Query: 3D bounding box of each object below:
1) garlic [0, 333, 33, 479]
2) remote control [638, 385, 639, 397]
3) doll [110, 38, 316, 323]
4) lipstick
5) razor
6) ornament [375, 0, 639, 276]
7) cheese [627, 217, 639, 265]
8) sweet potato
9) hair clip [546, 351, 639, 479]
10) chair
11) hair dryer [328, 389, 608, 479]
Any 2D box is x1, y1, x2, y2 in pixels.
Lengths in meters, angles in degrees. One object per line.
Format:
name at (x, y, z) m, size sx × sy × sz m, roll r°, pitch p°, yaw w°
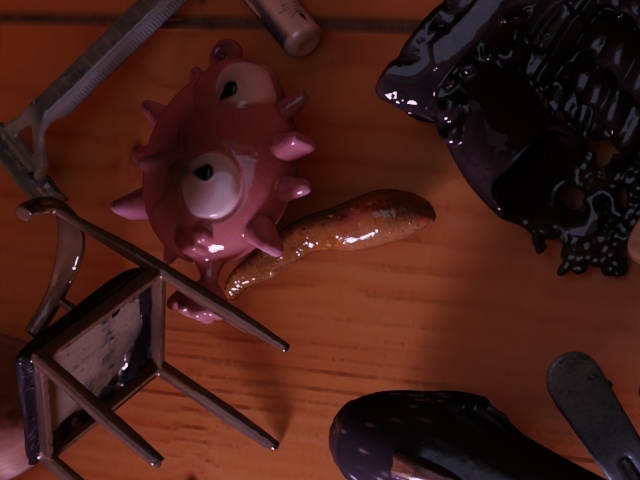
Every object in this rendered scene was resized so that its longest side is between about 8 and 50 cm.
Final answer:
garlic at (-0.349, 0.139, 1.760) m, size 0.266 × 0.148 × 0.128 m, roll 27°, pitch 127°, yaw 23°
remote control at (0.351, 0.015, 1.477) m, size 0.123 × 0.038 × 0.285 m, roll 22°, pitch 88°, yaw 29°
doll at (-0.091, -0.055, 1.672) m, size 0.211 × 0.093 × 0.262 m, roll 0°, pitch 73°, yaw 38°
lipstick at (-0.051, -0.225, 1.728) m, size 0.040 × 0.040 × 0.141 m, roll -43°, pitch 65°, yaw 11°
razor at (-0.206, -0.166, 1.779) m, size 0.278 × 0.056 × 0.111 m, roll -48°, pitch 62°, yaw 9°
ornament at (0.210, -0.119, 1.552) m, size 0.260 × 0.106 × 0.251 m, roll 40°, pitch 99°, yaw 22°
cheese at (0.321, 0.035, 1.444) m, size 0.194 × 0.043 × 0.065 m, roll 39°, pitch 96°, yaw 31°
sweet potato at (0.000, 0.000, 1.649) m, size 0.214 × 0.050 × 0.050 m, roll -20°, pitch 70°, yaw 25°
hair clip at (0.264, 0.209, 1.467) m, size 0.048 × 0.083 × 0.275 m, roll -33°, pitch 73°, yaw -1°
chair at (-0.183, 0.104, 1.596) m, size 0.272 × 0.188 × 0.166 m, roll 37°, pitch 59°, yaw 22°
hair dryer at (0.110, 0.306, 1.497) m, size 0.304 × 0.120 × 0.359 m, roll 19°, pitch 98°, yaw 34°
